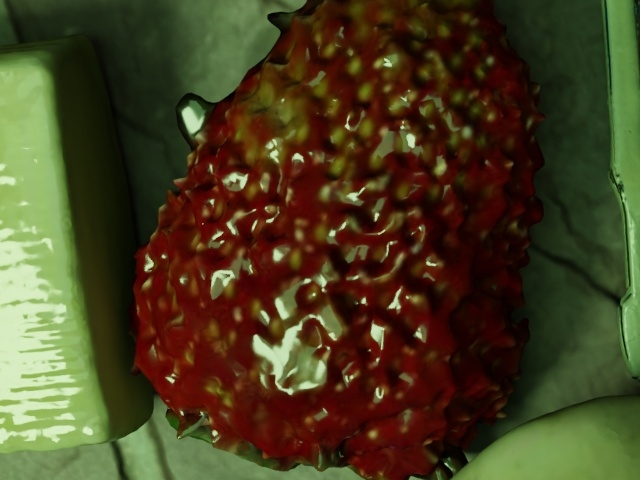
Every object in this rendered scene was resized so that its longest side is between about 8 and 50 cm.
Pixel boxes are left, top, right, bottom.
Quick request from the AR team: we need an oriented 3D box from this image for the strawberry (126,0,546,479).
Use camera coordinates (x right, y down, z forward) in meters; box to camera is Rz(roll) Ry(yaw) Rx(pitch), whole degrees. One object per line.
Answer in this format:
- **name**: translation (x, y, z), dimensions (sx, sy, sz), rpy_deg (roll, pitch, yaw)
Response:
- **strawberry**: translation (0.000, 0.000, 0.972), dimensions (0.233, 0.138, 0.306), rpy_deg (11, 113, 14)

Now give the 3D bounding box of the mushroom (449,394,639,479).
- **mushroom**: translation (0.166, 0.241, 0.882), dimensions (0.314, 0.336, 0.314), rpy_deg (0, 90, 4)

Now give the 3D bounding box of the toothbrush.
- **toothbrush**: translation (0.171, -0.066, 0.991), dimensions (0.026, 0.028, 0.294), rpy_deg (-5, 98, -5)

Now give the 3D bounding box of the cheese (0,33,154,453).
- **cheese**: translation (-0.248, 0.012, 1.076), dimensions (0.265, 0.124, 0.242), rpy_deg (-6, 101, 16)
